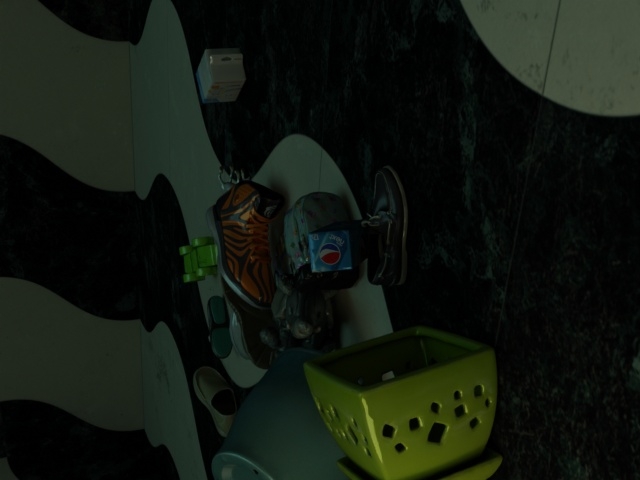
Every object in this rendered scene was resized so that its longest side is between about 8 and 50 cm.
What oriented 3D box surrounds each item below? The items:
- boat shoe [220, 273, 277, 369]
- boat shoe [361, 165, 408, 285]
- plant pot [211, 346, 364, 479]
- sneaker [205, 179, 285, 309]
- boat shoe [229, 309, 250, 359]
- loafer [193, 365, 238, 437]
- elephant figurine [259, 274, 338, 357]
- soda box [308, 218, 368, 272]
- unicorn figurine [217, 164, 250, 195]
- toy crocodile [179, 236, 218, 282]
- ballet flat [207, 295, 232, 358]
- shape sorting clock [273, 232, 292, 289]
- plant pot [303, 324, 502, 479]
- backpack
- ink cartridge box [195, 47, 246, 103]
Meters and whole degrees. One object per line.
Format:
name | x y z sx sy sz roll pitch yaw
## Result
boat shoe | -0.158 0.147 2.139 0.110 0.121 0.341 35 -139 -76
boat shoe | 0.105 -0.022 1.491 0.075 0.064 0.206 -163 67 -67
plant pot | -0.056 0.380 1.632 0.271 0.255 0.272 23 132 27
sneaker | -0.150 -0.010 2.008 0.180 0.124 0.321 -44 57 27
boat shoe | -0.173 0.187 2.250 0.088 0.096 0.268 -139 53 -66
loafer | -0.308 0.475 2.690 0.268 0.101 0.092 51 143 38
elephant figurine | -0.027 0.142 1.772 0.186 0.169 0.239 52 153 26
soda box | 0.039 0.006 1.517 0.210 0.071 0.067 -28 -68 -75
unicorn figurine | -0.234 -0.141 2.323 0.162 0.060 0.111 -143 50 -62
toy crocodile | -0.348 0.056 2.653 0.340 0.105 0.115 -22 77 63
ballet flat | -0.305 0.266 2.636 0.074 0.074 0.203 121 143 -58
shape sorting clock | -0.075 0.086 2.024 0.206 0.040 0.206 172 90 -68
plant pot | 0.130 0.267 1.326 0.227 0.228 0.207 -172 68 -68
backpack | 0.000 0.000 1.693 0.115 0.151 0.182 -38 57 48
ink cartridge box | -0.251 -0.420 2.225 0.143 0.092 0.090 136 123 -65
